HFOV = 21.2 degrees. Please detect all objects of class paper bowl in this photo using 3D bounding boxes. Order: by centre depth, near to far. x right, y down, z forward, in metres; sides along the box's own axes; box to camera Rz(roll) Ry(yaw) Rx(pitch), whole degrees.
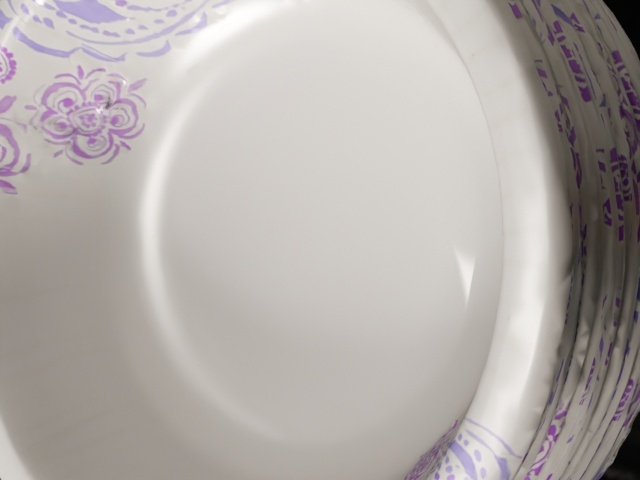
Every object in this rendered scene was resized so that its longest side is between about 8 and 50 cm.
[{"bbox_3d":[0.000,0.000,0.653,0.284,0.284,0.148,8,-176,36],"label":"paper bowl"}]
